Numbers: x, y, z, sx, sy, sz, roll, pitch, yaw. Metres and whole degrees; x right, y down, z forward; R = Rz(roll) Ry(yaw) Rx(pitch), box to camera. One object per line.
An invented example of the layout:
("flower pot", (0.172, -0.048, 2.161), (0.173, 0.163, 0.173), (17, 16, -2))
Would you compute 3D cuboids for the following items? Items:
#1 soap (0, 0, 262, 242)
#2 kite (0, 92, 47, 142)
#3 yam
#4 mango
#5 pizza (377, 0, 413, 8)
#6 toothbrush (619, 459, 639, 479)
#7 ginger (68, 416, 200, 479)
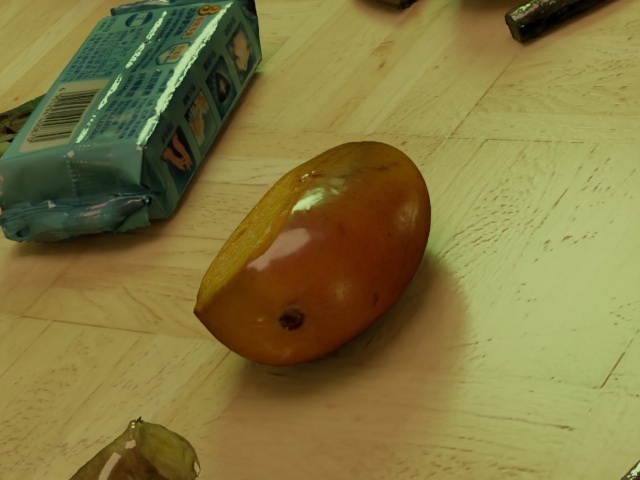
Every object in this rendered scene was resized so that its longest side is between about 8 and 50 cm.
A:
("soap", (-0.158, -0.106, 1.542), (0.156, 0.077, 0.293), (-4, 37, 27))
("kite", (-0.294, -0.107, 1.658), (0.229, 0.012, 0.250), (-26, 20, -20))
("yam", (0.211, -0.200, 1.499), (0.129, 0.027, 0.033), (-27, 32, -8))
("mango", (0.004, 0.005, 1.252), (0.141, 0.102, 0.217), (-28, 18, 41))
("pizza", (0.080, -0.264, 1.668), (0.131, 0.041, 0.178), (-12, 33, 14))
("toothbrush", (0.278, 0.044, 1.082), (0.354, 0.024, 0.029), (-40, 30, -27))
("ginger", (-0.186, 0.273, 0.965), (0.363, 0.122, 0.348), (-25, 28, 7))
